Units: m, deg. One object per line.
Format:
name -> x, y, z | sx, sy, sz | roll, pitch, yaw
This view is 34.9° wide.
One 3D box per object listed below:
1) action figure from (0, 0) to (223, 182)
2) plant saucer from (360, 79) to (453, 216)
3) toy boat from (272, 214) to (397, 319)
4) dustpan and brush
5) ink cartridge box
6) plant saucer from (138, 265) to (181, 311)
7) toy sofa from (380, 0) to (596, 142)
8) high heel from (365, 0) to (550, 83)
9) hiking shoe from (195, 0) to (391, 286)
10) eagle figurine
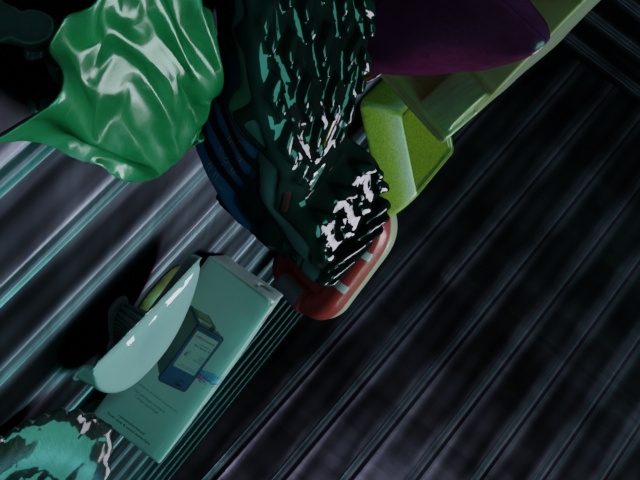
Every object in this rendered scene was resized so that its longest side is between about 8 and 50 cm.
action figure -> -0.094, -0.080, 0.502 | 0.137, 0.063, 0.232 | -55, 170, -6
plant saucer -> 0.134, -0.153, 1.444 | 0.188, 0.045, 0.188 | -48, 134, -43
toy boat -> 0.000, 0.000, 1.490 | 0.151, 0.151, 0.231 | 14, 116, -52
dustpan and brush -> -0.182, 0.099, 0.951 | 0.147, 0.060, 0.211 | -48, 165, -32
ink cartridge box -> -0.141, 0.124, 1.140 | 0.212, 0.093, 0.154 | -52, 179, 1
plant saucer -> -0.162, 0.063, 1.033 | 0.083, 0.015, 0.083 | -52, 174, -8
toy sofa -> 0.173, -0.247, 0.915 | 0.177, 0.150, 0.362 | -42, 178, -18
high heel -> 0.071, -0.150, 0.809 | 0.127, 0.181, 0.377 | -54, 174, 2
hiking shoe -> -0.042, -0.091, 0.642 | 0.113, 0.132, 0.304 | -49, 149, -31
eagle figurine -> -0.290, 0.308, 0.854 | 0.226, 0.225, 0.298 | -16, -140, 13
